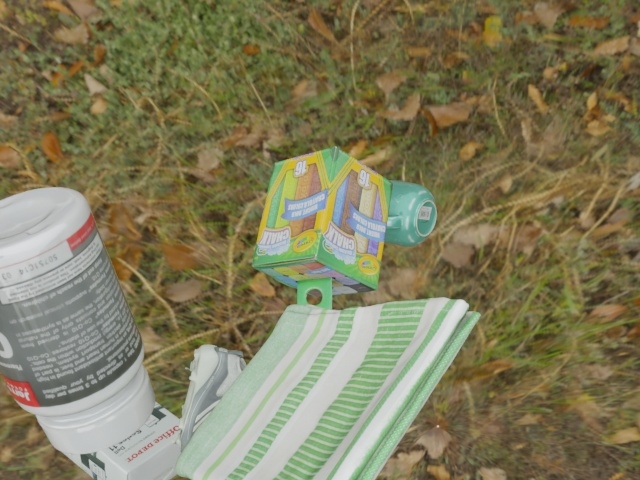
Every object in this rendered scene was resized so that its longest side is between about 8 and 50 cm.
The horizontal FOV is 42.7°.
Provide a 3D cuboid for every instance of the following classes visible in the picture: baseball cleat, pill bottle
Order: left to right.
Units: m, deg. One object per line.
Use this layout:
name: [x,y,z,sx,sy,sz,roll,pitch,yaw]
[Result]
pill bottle: [-0.299,0.097,0.941,0.161,0.161,0.283,-11,118,5]
baseball cleat: [-0.161,0.252,1.247,0.109,0.072,0.206,11,122,-8]

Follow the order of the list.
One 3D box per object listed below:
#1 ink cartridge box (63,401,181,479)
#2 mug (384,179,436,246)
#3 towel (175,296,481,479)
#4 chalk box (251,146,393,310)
ink cartridge box: [-0.348,0.347,1.443,0.208,0.153,0.087,27,126,29]
mug: [0.166,-0.043,1.639,0.097,0.129,0.158,13,52,38]
towel: [-0.010,0.155,0.830,0.038,0.325,0.248,47,63,-20]
chalk box: [0.000,0.000,1.140,0.132,0.132,0.213,-10,62,43]
